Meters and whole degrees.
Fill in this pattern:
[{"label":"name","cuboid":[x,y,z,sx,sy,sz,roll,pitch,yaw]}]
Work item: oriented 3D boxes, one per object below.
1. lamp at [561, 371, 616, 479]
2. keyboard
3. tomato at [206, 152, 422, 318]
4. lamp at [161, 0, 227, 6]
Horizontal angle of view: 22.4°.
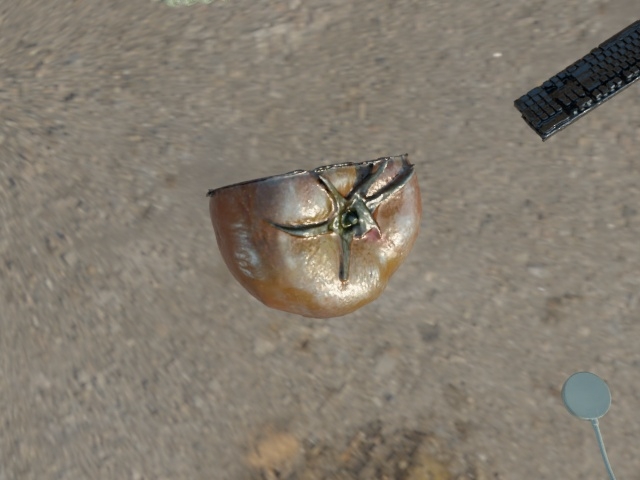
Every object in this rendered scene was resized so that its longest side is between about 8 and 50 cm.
[{"label":"lamp","cuboid":[0.281,0.228,1.597,0.050,0.056,0.198,-11,72,-16]},{"label":"keyboard","cuboid":[0.287,-0.171,1.630,0.195,0.018,0.060,-33,58,-8]},{"label":"tomato","cuboid":[0.000,0.000,1.629,0.214,0.180,0.155,-12,96,-32]},{"label":"lamp","cuboid":[-0.097,-0.197,0.817,0.193,0.106,0.106,38,86,4]}]
